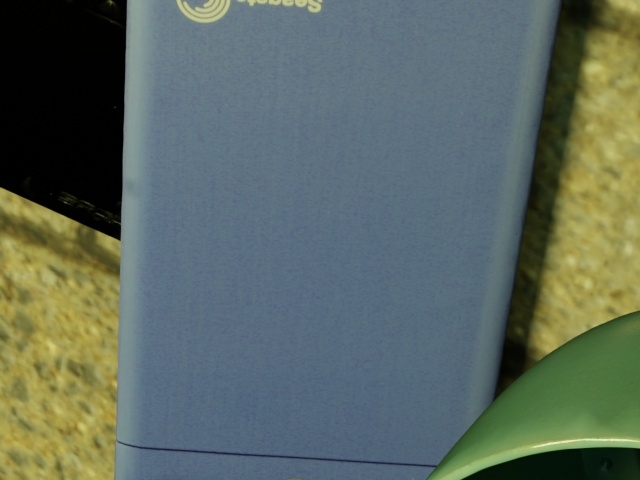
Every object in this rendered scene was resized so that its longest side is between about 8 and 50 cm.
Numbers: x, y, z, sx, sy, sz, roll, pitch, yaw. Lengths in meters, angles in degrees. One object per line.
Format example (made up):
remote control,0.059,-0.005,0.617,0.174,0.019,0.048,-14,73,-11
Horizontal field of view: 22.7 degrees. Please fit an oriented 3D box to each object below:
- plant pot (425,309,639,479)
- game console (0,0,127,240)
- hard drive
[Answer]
plant pot,0.187,0.162,0.771,0.293,0.235,0.293,10,118,19
game console,-0.075,-0.163,0.802,0.213,0.044,0.361,24,117,-19
hard drive,0.000,0.000,0.846,0.210,0.040,0.319,4,119,-3
